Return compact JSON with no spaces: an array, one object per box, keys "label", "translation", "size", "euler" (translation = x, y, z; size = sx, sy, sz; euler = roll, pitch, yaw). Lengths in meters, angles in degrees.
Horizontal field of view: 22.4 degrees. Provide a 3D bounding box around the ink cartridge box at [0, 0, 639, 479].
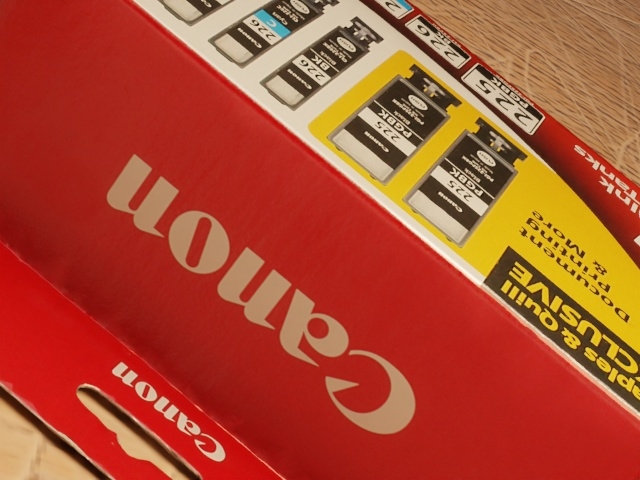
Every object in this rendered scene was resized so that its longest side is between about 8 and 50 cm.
[{"label":"ink cartridge box","translation":[0.000,0.000,0.663],"size":[0.309,0.130,0.272],"euler":[39,27,2]}]
